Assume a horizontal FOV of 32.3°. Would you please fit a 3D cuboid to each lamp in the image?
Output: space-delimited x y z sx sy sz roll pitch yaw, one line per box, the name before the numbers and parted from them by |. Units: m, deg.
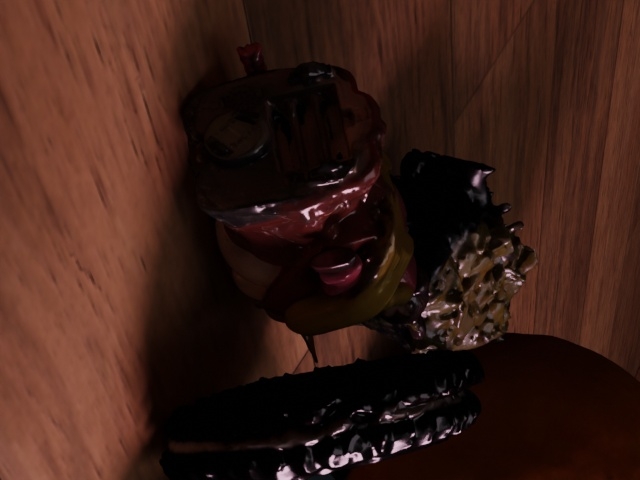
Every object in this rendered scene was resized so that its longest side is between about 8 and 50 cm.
lamp | 0.000 0.000 0.638 0.118 0.118 0.253 -62 159 -18

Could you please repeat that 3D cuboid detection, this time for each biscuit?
biscuit | 0.001 0.101 0.636 0.194 0.194 0.053 -2 81 -66

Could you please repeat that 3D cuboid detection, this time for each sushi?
sushi | 0.096 0.014 0.852 0.212 0.115 0.147 22 89 -67

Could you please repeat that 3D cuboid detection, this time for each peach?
peach | 0.183 0.252 1.002 0.343 0.301 0.343 -46 148 -42

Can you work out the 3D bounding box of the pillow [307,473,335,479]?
pillow | -0.064 0.241 0.711 0.233 0.086 0.214 -56 163 -24
